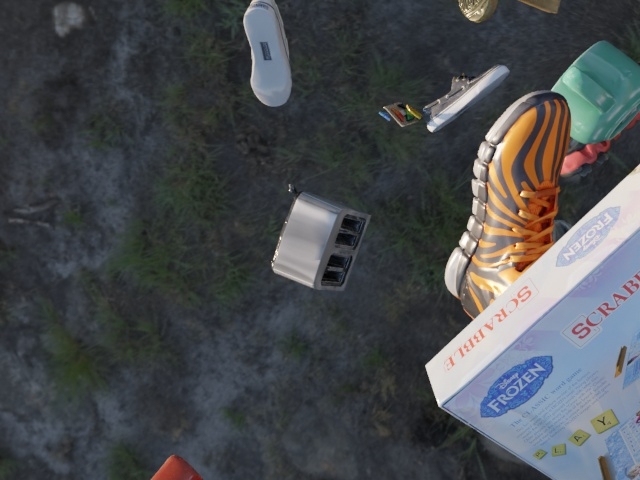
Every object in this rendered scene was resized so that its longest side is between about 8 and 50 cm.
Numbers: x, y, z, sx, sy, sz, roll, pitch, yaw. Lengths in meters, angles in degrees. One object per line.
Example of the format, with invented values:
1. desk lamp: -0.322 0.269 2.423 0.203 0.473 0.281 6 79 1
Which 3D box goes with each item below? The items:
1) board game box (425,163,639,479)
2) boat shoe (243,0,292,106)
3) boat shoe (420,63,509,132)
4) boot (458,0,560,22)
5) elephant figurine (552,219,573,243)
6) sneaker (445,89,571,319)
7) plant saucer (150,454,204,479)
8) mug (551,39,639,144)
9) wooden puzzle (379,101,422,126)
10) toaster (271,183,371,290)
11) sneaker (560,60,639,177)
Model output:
1. board game box: 0.321 0.107 0.695 0.318 0.066 0.318 36 109 -22
2. boat shoe: -0.115 -0.424 1.663 0.096 0.088 0.267 1 140 13
3. boat shoe: 0.323 -0.341 1.709 0.228 0.080 0.076 -37 81 38
4. boot: 0.426 -0.550 1.635 0.089 0.270 0.236 -38 50 51
5. elephant figurine: 0.463 0.043 1.536 0.239 0.169 0.186 6 97 -21
6. sneaker: 0.265 -0.007 0.897 0.180 0.125 0.321 -124 33 -46
7. plant saucer: -0.146 0.419 0.868 0.048 0.259 0.258 -34 98 35
8. mug: 0.382 -0.193 1.036 0.097 0.158 0.129 45 145 17
9. wooden puzzle: 0.194 -0.303 1.774 0.078 0.116 0.014 42 132 12
10. toaster: 0.000 0.000 1.415 0.110 0.186 0.168 22 95 29
11. sneaker: 0.458 -0.229 1.176 0.276 0.097 0.135 -41 98 6
